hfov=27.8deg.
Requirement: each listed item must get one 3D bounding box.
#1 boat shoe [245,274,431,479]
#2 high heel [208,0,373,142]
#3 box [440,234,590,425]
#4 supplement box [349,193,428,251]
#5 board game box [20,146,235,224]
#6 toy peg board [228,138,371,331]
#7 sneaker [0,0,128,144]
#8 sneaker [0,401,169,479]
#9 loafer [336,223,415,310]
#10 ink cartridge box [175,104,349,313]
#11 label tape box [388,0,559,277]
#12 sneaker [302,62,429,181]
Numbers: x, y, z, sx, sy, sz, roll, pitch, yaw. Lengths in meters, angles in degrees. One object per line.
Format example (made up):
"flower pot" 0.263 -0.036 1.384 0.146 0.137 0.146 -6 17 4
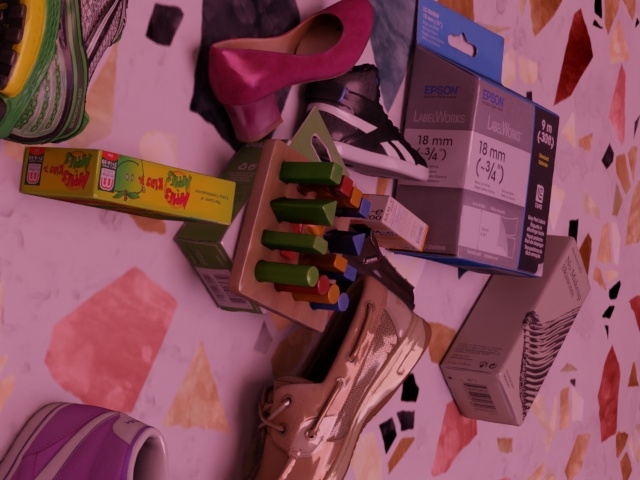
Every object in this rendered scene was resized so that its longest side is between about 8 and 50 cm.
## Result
"boat shoe" -0.018 0.190 1.393 0.110 0.121 0.341 43 67 -17
"high heel" -0.029 -0.217 1.366 0.244 0.082 0.117 -43 137 -27
"box" 0.276 0.119 1.801 0.275 0.094 0.113 -55 134 -34
"supplement box" 0.077 -0.021 1.542 0.098 0.062 0.036 34 68 -49
"board game box" -0.171 -0.048 1.175 0.181 0.092 0.043 11 85 -54
"toy peg board" 0.000 0.000 1.318 0.160 0.079 0.161 31 69 -52
"sneaker" -0.223 -0.245 1.078 0.146 0.134 0.343 20 86 -60
"sneaker" -0.225 0.266 1.077 0.102 0.161 0.282 50 56 -45
"loafer" 0.049 0.020 1.492 0.220 0.080 0.078 39 63 -48
"ink cartridge box" -0.056 -0.035 1.359 0.209 0.062 0.109 -58 136 -33
"label tape box" 0.210 -0.131 1.679 0.240 0.106 0.333 12 84 -54
"sneaker" 0.065 -0.140 1.499 0.217 0.079 0.121 12 85 -52
